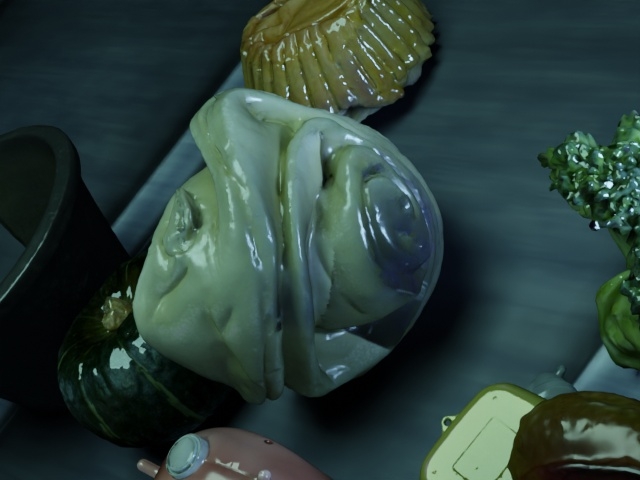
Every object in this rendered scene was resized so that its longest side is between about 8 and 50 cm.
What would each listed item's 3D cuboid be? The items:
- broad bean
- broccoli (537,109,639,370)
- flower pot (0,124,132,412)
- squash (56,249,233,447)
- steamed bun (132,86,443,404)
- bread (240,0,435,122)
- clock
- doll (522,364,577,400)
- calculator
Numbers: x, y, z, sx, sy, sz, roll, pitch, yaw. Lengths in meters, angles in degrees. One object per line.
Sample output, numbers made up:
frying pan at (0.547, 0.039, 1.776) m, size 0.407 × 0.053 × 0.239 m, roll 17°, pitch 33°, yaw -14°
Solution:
broad bean at (0.266, 0.218, 1.612) m, size 0.228 × 0.122 × 0.156 m, roll 28°, pitch 114°, yaw 30°
broccoli at (0.363, 0.086, 1.599) m, size 0.275 × 0.397 × 0.353 m, roll -22°, pitch 60°, yaw -10°
flower pot at (-0.373, 0.071, 2.428) m, size 0.379 × 0.251 × 0.379 m, roll -30°, pitch 35°, yaw 24°
squash at (-0.196, 0.124, 2.247) m, size 0.252 × 0.165 × 0.252 m, roll -31°, pitch 34°, yaw 24°
steamed bun at (0.000, 0.000, 2.020) m, size 0.237 × 0.347 × 0.394 m, roll 9°, pitch 37°, yaw 37°
bread at (0.007, -0.243, 2.413) m, size 0.274 × 0.149 × 0.274 m, roll -29°, pitch 32°, yaw 20°
clock at (-0.057, 0.266, 1.877) m, size 0.227 × 0.241 × 0.142 m, roll -4°, pitch 50°, yaw 48°
doll at (0.210, 0.197, 1.794) m, size 0.094 × 0.079 × 0.180 m, roll -41°, pitch 32°, yaw 59°
calculator at (0.193, 0.228, 1.726) m, size 0.236 × 0.033 × 0.157 m, roll 37°, pitch 87°, yaw 32°
